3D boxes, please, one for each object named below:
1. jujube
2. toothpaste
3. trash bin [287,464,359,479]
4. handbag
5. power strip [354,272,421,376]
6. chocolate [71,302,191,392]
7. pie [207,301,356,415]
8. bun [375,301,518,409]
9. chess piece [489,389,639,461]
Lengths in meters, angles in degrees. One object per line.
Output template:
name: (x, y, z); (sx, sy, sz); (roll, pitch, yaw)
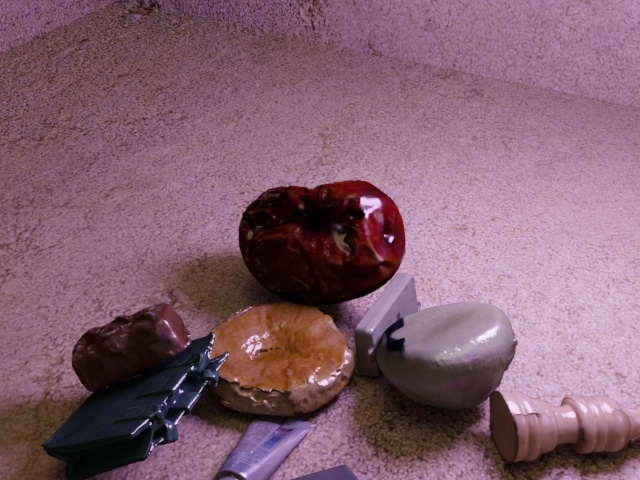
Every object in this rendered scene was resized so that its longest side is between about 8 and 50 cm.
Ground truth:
jujube: (-0.001, 0.002, 2.291); (0.376, 0.277, 0.276); (-8, 18, 43)
toothpaste: (-0.118, 0.391, 1.868); (0.114, 0.073, 0.299); (8, 23, 19)
trash bin: (-0.026, 0.469, 1.707); (0.236, 0.101, 0.176); (-11, 31, -26)
handbag: (-0.324, 0.299, 1.896); (0.238, 0.089, 0.326); (-18, 18, 31)
power strip: (0.140, 0.171, 2.182); (0.046, 0.118, 0.270); (5, 30, 27)
chocolate: (-0.355, 0.190, 1.967); (0.214, 0.093, 0.148); (-25, 17, 1)
pie: (-0.088, 0.231, 2.104); (0.339, 0.083, 0.339); (2, 29, -1)
bun: (0.250, 0.239, 2.041); (0.283, 0.179, 0.283); (-12, 16, 4)
chess piece: (0.479, 0.336, 1.945); (0.307, 0.124, 0.139); (-1, -1, -11)
